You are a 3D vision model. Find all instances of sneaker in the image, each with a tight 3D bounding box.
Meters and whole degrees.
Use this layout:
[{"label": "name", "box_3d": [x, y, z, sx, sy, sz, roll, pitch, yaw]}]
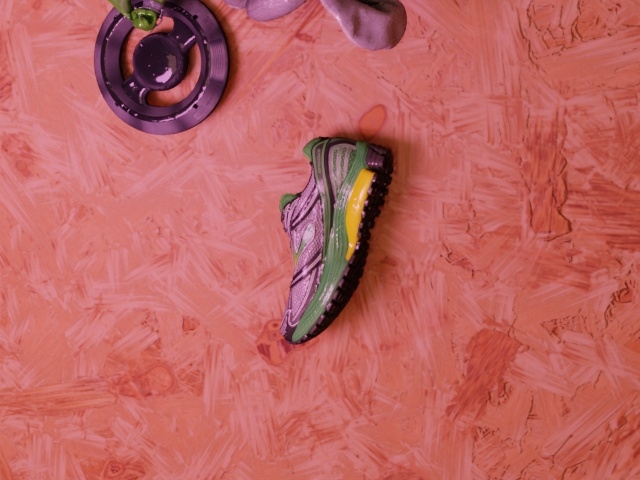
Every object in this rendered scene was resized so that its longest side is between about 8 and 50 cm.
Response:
[{"label": "sneaker", "box_3d": [0.000, 0.000, 1.622, 0.146, 0.134, 0.344, 20, 102, 15]}]

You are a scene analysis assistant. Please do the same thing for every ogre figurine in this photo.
[{"label": "ogre figurine", "box_3d": [-0.280, -0.407, 1.565, 0.118, 0.197, 0.097, -48, 130, 10]}]

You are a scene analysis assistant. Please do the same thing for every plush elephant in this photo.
[{"label": "plush elephant", "box_3d": [0.017, -0.404, 1.418, 0.255, 0.330, 0.272, 18, 104, -10]}]

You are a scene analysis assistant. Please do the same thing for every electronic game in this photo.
[{"label": "electronic game", "box_3d": [-0.250, -0.280, 1.629, 0.229, 0.048, 0.229, 3, 99, 16]}]
